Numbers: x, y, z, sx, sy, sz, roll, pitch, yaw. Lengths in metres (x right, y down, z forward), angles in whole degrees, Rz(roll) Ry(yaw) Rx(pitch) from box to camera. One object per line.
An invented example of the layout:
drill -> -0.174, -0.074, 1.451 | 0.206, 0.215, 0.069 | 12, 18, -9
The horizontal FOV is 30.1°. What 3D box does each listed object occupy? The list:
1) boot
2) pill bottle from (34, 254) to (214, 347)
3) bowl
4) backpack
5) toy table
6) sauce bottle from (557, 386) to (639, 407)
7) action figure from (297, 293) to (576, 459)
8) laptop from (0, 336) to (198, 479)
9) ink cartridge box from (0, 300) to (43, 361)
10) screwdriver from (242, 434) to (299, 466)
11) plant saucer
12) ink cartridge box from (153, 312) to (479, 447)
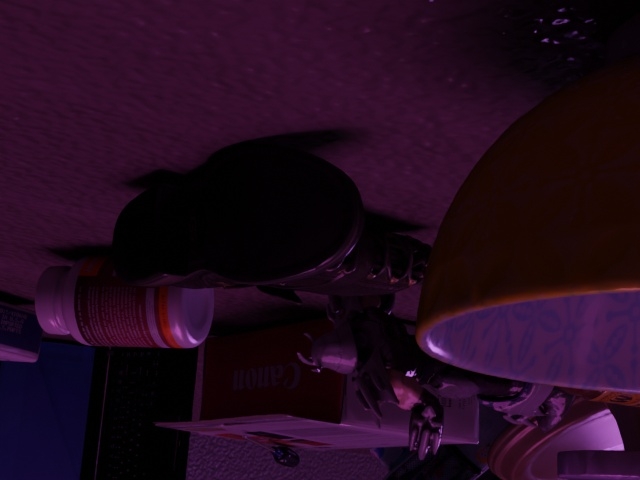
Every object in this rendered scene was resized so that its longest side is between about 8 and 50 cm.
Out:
boot -> 0.000, 0.000, 0.873 | 0.229, 0.091, 0.263 | 9, 170, -41
pill bottle -> -0.182, 0.056, 1.102 | 0.152, 0.086, 0.086 | -1, 165, 17
bowl -> 0.189, -0.020, 0.553 | 0.289, 0.156, 0.289 | 3, 166, 1
backpack -> 0.205, 0.306, 1.729 | 0.253, 0.191, 0.225 | -37, 161, 2
toy table -> 0.386, 0.192, 1.331 | 0.274, 0.161, 0.252 | 16, 161, -41
sauce bottle -> 0.281, 0.097, 1.088 | 0.344, 0.111, 0.111 | 8, 165, -17
action figure -> 0.107, 0.115, 1.111 | 0.285, 0.185, 0.099 | 6, 142, -26
laptop -> -0.307, 0.240, 1.567 | 0.264, 0.234, 0.136 | -6, 163, 38
ink cartridge box -> -0.539, 0.076, 1.327 | 0.330, 0.072, 0.324 | 0, 166, 28
screwdriver -> -0.063, 0.256, 1.482 | 0.024, 0.025, 0.170 | 1, 156, 21
plant saucer -> 0.353, 0.253, 1.566 | 0.277, 0.041, 0.278 | -16, 147, -11
ink cartridge box -> -0.010, 0.172, 1.425 | 0.271, 0.130, 0.309 | 14, 163, -34
